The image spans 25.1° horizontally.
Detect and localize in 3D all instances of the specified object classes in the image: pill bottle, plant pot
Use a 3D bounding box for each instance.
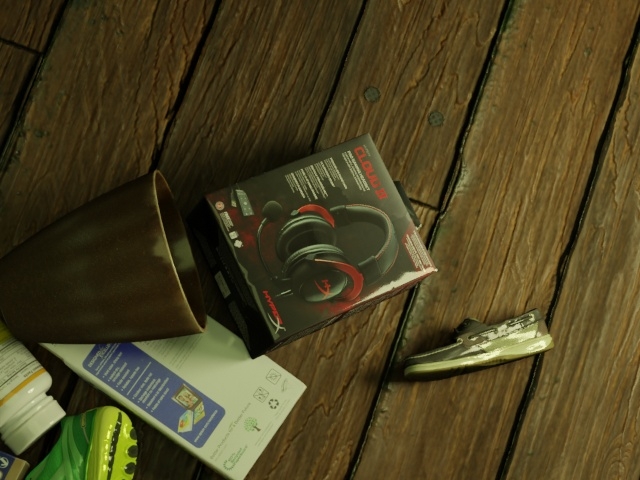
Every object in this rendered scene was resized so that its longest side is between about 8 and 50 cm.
[{"bbox_3d":[-0.432,0.172,1.864,0.117,0.117,0.215,-41,89,-13],"label":"pill bottle"},{"bbox_3d":[-0.285,0.046,1.815,0.230,0.215,0.215,-17,83,1],"label":"plant pot"}]

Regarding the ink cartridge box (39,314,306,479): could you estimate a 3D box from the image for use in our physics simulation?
[{"bbox_3d":[-0.200,0.168,1.930,0.333,0.065,0.165,37,76,-3],"label":"ink cartridge box"}]

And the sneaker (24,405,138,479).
[{"bbox_3d":[-0.323,0.356,1.848,0.123,0.109,0.295,-4,56,31],"label":"sneaker"}]

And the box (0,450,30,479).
[{"bbox_3d":[-0.505,0.303,1.842,0.225,0.036,0.136,22,72,10],"label":"box"}]

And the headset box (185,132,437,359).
[{"bbox_3d":[0.000,0.000,1.943,0.293,0.110,0.218,-22,82,-25],"label":"headset box"}]

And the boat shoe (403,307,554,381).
[{"bbox_3d":[0.214,0.143,1.996,0.224,0.080,0.073,-10,77,-16],"label":"boat shoe"}]
